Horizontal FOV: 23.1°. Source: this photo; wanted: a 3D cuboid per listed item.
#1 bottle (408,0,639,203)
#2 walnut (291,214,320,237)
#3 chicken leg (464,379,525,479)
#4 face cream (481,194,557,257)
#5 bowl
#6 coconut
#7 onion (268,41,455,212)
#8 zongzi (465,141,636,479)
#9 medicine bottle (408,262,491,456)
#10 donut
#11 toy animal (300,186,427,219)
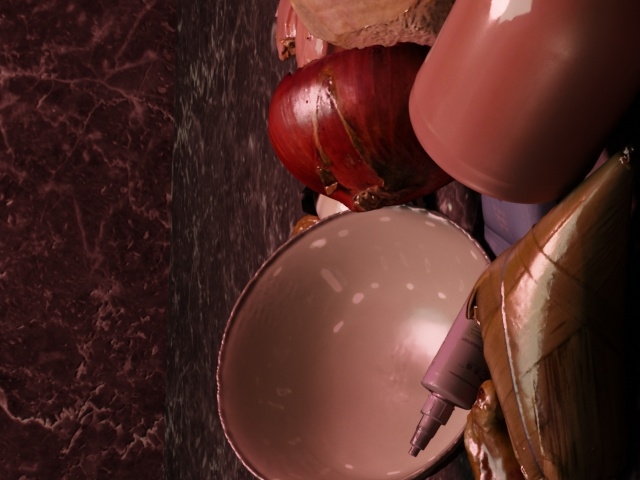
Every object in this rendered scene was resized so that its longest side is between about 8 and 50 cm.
[{"bbox_3d":[0.194,-0.197,1.282,0.297,0.173,0.206,114,153,-44],"label":"bottle"},{"bbox_3d":[0.000,0.000,2.180,0.079,0.082,0.096,58,156,8],"label":"walnut"},{"bbox_3d":[0.178,0.326,1.417,0.211,0.140,0.361,-44,44,40],"label":"chicken leg"},{"bbox_3d":[0.189,-0.146,1.480,0.135,0.086,0.385,-135,39,-60],"label":"face cream"},{"bbox_3d":[0.069,0.140,1.670,0.157,0.337,0.337,44,-151,-50],"label":"bowl"},{"bbox_3d":[0.080,-0.287,1.623,0.237,0.237,0.197,157,117,-73],"label":"coconut"},{"bbox_3d":[0.068,-0.115,1.613,0.248,0.248,0.161,175,86,-75],"label":"onion"},{"bbox_3d":[0.231,0.074,1.318,0.256,0.115,0.228,-51,46,48],"label":"zongzi"},{"bbox_3d":[0.136,0.119,1.502,0.199,0.057,0.057,-59,12,-10],"label":"medicine bottle"},{"bbox_3d":[0.001,-0.302,2.155,0.233,0.085,0.199,-110,25,-52],"label":"donut"},{"bbox_3d":[0.059,-0.045,1.884,0.179,0.138,0.166,-119,12,-46],"label":"toy animal"}]
